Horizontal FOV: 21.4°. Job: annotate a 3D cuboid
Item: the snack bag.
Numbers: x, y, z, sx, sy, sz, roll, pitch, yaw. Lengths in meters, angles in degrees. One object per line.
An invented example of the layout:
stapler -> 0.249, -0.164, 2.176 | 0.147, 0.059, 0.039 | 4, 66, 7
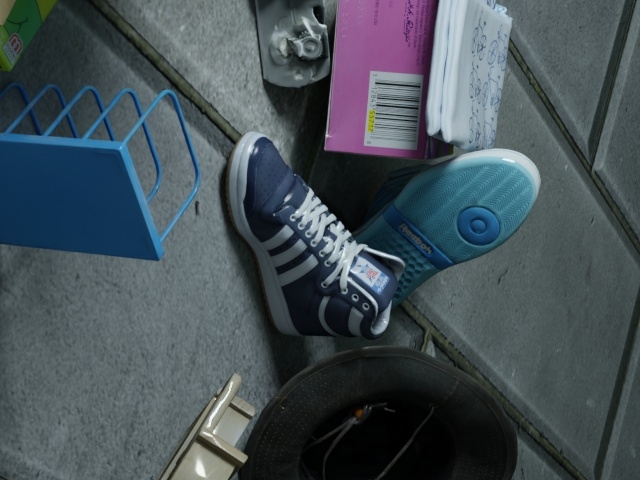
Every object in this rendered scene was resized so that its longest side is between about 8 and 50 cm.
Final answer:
snack bag -> 0.180, -0.271, 1.941 | 0.323, 0.037, 0.342 | 5, 91, -75

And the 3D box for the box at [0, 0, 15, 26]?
box -> -0.291, -0.291, 1.343 | 0.201, 0.021, 0.164 | 46, 55, -39

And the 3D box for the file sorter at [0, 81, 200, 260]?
file sorter -> -0.205, -0.066, 1.461 | 0.104, 0.170, 0.118 | -59, 144, -43

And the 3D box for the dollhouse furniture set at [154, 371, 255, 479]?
dollhouse furniture set -> -0.006, 0.322, 1.723 | 0.174, 0.355, 0.303 | -59, -177, -35

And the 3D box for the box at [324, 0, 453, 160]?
box -> 0.092, -0.204, 1.960 | 0.243, 0.117, 0.213 | -20, 115, -79

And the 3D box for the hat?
hat -> 0.058, 0.240, 2.015 | 0.134, 0.331, 0.331 | -118, -161, -63

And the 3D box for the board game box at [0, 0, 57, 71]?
board game box -> -0.257, -0.242, 1.448 | 0.181, 0.043, 0.092 | -63, 146, -31

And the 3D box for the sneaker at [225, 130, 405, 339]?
sneaker -> 0.000, 0.000, 1.872 | 0.099, 0.153, 0.282 | -57, 143, -39

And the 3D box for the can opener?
can opener -> -0.038, -0.303, 1.836 | 0.095, 0.076, 0.283 | -97, -179, -66

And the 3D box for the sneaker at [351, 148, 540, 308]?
sneaker -> 0.148, -0.051, 2.035 | 0.127, 0.319, 0.208 | 50, 36, -12
